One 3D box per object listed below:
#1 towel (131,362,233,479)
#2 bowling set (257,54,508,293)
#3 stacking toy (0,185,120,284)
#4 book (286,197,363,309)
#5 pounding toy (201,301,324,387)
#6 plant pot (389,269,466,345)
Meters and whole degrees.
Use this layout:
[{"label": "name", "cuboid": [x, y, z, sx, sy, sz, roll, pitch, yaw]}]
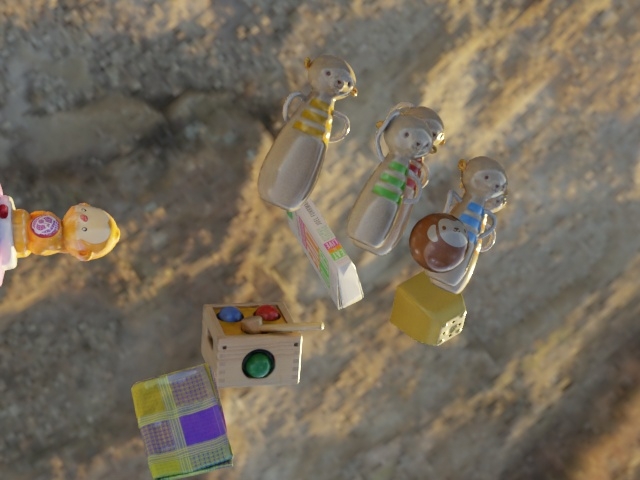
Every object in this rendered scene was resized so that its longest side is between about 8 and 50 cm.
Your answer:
[{"label": "towel", "cuboid": [-0.096, 0.125, 1.032, 0.060, 0.083, 0.009, -12, 142, -7]}, {"label": "bowling set", "cuboid": [0.107, -0.048, 1.401, 0.287, 0.200, 0.154, 26, 87, -33]}, {"label": "stacking toy", "cuboid": [-0.332, -0.002, 1.344, 0.301, 0.175, 0.166, -2, 138, -8]}, {"label": "book", "cuboid": [0.000, 0.000, 1.812, 0.035, 0.144, 0.096, -26, 149, -10]}, {"label": "pounding toy", "cuboid": [-0.077, 0.127, 1.946, 0.130, 0.141, 0.100, -2, 112, -15]}, {"label": "plant pot", "cuboid": [0.158, 0.098, 2.107, 0.081, 0.083, 0.081, -28, 145, -29]}]
